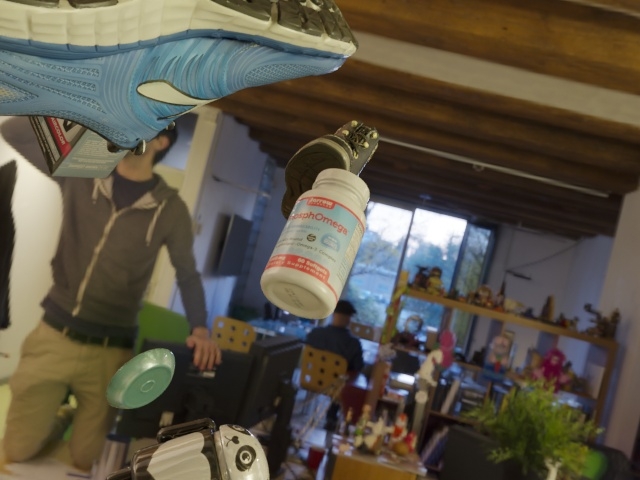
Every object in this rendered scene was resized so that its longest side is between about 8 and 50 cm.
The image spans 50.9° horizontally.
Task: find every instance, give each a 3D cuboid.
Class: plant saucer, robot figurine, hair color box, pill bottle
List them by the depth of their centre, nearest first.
[{"bbox_3d":[0.000,0.000,0.750,0.087,0.160,0.087,16,-31,10],"label":"pill bottle"},{"bbox_3d":[-0.270,0.219,1.033,0.021,0.119,0.119,41,12,30],"label":"plant saucer"},{"bbox_3d":[-0.325,-0.283,1.067,0.374,0.185,0.113,-40,-20,30],"label":"hair color box"},{"bbox_3d":[-0.229,0.427,1.177,0.278,0.209,0.173,-14,-11,-10],"label":"robot figurine"}]

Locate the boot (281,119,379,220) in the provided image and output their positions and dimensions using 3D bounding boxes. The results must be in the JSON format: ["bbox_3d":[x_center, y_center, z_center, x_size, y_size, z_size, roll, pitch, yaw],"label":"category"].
[{"bbox_3d":[0.026,-0.127,0.998,0.085,0.179,0.236,35,-26,3],"label":"boot"}]

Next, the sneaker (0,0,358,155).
[{"bbox_3d":[-0.117,-0.149,0.494,0.329,0.130,0.147,-10,-26,-37],"label":"sneaker"}]
